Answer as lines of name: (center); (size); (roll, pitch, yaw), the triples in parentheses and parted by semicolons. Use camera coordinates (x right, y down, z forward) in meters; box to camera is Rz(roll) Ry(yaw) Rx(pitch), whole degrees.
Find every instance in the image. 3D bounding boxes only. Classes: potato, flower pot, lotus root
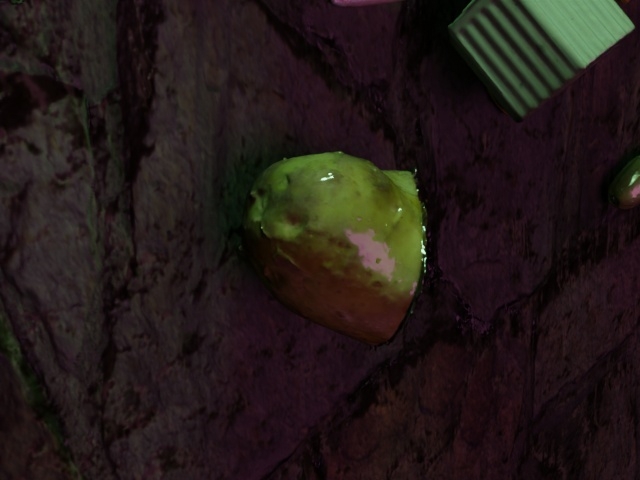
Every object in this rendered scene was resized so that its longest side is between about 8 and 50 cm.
potato: (0.000, 0.000, 1.173); (0.237, 0.301, 0.289); (12, 124, -11)
flower pot: (0.332, -0.315, 1.262); (0.239, 0.209, 0.190); (-39, 87, -21)
lotus root: (0.686, -0.137, 1.749); (0.183, 0.090, 0.077); (-44, 90, -17)

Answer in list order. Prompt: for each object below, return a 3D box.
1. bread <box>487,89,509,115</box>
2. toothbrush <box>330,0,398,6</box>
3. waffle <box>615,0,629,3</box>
bread: (0.374, -0.312, 1.435); (0.200, 0.077, 0.116); (-49, 124, -12)
toothbrush: (0.139, -0.376, 1.247); (0.307, 0.029, 0.025); (-16, 107, -31)
waffle: (0.542, -0.551, 1.472); (0.253, 0.056, 0.249); (-15, 118, -31)
